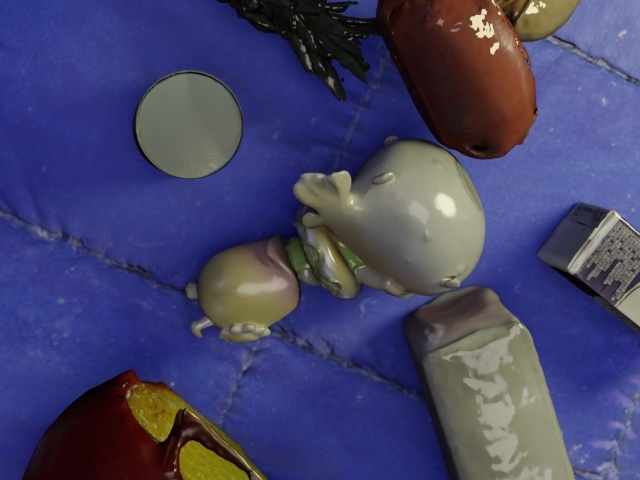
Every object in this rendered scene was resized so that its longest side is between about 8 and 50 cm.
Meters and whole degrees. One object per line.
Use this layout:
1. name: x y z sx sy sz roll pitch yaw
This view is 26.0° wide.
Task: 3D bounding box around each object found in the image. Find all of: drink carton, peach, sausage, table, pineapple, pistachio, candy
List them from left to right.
1. peach: -0.185 0.372 1.663 0.310 0.335 0.406 -45 106 -3
2. table: -0.164 -0.138 1.674 0.126 0.220 0.126 -1 94 -7
3. pineapple: -0.073 -0.323 1.703 0.165 0.165 0.364 -45 102 -2
4. sausage: 0.169 -0.221 1.674 0.152 0.152 0.279 -35 122 -4
5. candy: 0.226 0.252 1.782 0.145 0.208 0.358 -18 99 0
6. pistachio: 0.268 -0.317 1.762 0.124 0.185 0.124 15 128 21
7. drink carton: 0.412 0.056 1.824 0.222 0.134 0.102 38 88 -11

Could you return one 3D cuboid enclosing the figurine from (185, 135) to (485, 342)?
1. figurine: 0.000 0.000 1.721 0.394 0.274 0.226 -25 55 10
